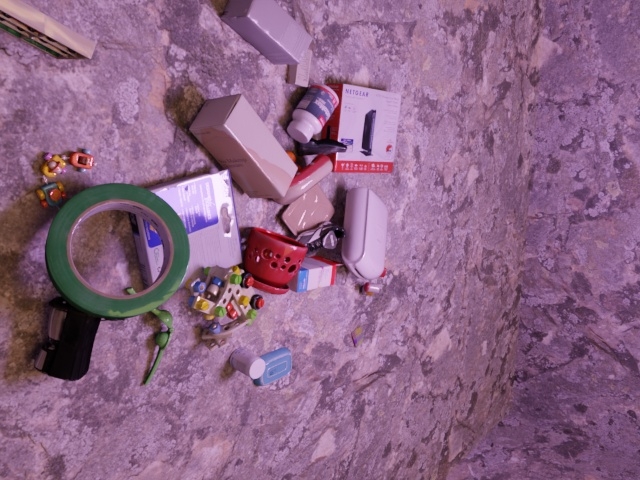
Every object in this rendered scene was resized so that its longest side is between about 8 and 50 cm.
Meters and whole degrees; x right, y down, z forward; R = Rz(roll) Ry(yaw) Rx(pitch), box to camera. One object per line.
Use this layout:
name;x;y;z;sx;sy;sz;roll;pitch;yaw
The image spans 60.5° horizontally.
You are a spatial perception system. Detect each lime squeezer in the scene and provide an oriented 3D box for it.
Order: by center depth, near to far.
lime squeezer;-0.469;0.267;1.562;0.110;0.059;0.310;-22;118;-42

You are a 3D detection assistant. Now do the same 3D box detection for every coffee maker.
coffee maker;-0.593;0.245;1.335;0.120;0.171;0.178;-4;111;-70

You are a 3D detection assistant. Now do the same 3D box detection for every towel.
towel;0.158;0.404;2.311;0.060;0.009;0.083;-39;128;-34

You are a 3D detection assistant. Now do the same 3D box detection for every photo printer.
photo printer;0.168;-0.012;2.033;0.256;0.107;0.307;35;58;-61

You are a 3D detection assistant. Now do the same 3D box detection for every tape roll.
tape roll;-0.480;0.026;1.312;0.321;0.077;0.321;7;76;-28

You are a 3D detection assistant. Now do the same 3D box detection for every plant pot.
plant pot;-0.159;0.066;1.740;0.191;0.191;0.174;16;100;-48

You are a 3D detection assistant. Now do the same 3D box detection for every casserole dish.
casserole dish;-0.165;0.455;1.962;0.188;0.037;0.114;-14;112;-43

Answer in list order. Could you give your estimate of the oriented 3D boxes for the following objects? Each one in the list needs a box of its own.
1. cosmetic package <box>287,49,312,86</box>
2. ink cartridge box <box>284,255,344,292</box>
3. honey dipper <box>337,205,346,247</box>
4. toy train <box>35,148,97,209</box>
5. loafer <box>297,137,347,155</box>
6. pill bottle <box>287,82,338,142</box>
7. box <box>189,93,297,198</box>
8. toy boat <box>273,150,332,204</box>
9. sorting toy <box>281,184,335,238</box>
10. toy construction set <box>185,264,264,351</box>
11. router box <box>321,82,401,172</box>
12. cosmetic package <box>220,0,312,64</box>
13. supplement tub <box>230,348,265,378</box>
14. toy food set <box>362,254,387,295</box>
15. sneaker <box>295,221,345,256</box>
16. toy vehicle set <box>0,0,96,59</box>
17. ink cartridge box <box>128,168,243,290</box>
cosmetic package;-0.067;-0.551;1.746;0.060;0.041;0.115;0;102;-48
ink cartridge box;-0.041;0.113;1.913;0.231;0.134;0.077;-6;107;-46
honey dipper;0.088;-0.051;2.079;0.031;0.031;0.160;3;102;-47
toy train;-0.598;-0.145;1.300;0.125;0.046;0.166;17;89;-48
loafer;0.004;-0.307;1.841;0.062;0.170;0.061;-86;-177;-62
pill bottle;-0.028;-0.410;1.783;0.180;0.108;0.108;-59;136;-16
box;-0.215;-0.264;1.588;0.311;0.148;0.121;49;53;-42
toy boat;-0.083;-0.223;1.780;0.231;0.151;0.151;-40;94;-25
sorting toy;-0.044;-0.095;1.923;0.208;0.038;0.193;-58;136;-23
toy construction set;-0.280;0.198;1.614;0.215;0.151;0.327;-57;159;-34
router box;0.147;-0.398;1.993;0.336;0.082;0.301;-8;108;-45
cosmetic package;-0.152;-0.610;1.575;0.238;0.127;0.107;33;78;-49
supplement tub;-0.242;0.406;1.809;0.071;0.107;0.070;-17;115;-43
toy food set;0.192;0.116;2.197;0.105;0.111;0.232;10;107;-17
sneaker;0.000;0.000;1.884;0.234;0.106;0.078;-32;121;-41
toy vehicle set;-0.614;-0.446;1.100;0.267;0.166;0.035;23;85;-48
ink cartridge box;-0.377;-0.028;1.563;0.307;0.072;0.303;-25;119;-42
